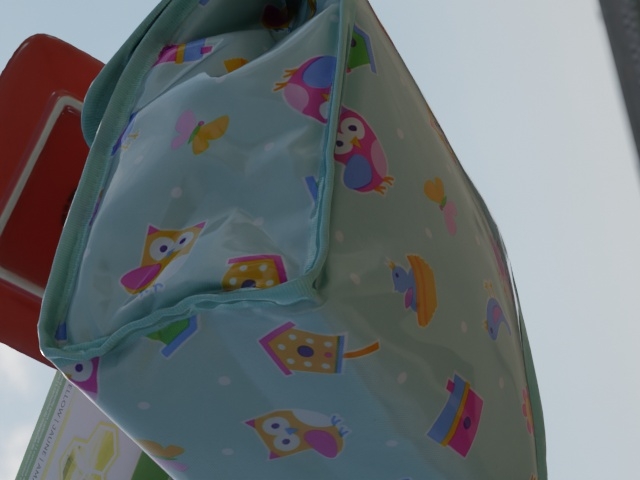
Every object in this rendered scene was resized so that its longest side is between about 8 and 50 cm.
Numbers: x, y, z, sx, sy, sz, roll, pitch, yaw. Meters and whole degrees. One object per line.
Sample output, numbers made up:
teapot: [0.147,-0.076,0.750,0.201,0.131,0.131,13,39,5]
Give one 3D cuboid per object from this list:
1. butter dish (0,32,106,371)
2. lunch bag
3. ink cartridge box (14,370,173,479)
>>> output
butter dish: [-0.141,-0.008,0.910,0.160,0.118,0.160,29,-107,-24]
lunch bag: [0.000,0.000,0.766,0.223,0.160,0.262,50,-149,-39]
ink cartridge box: [-0.100,0.157,0.979,0.056,0.235,0.171,22,-90,-38]
